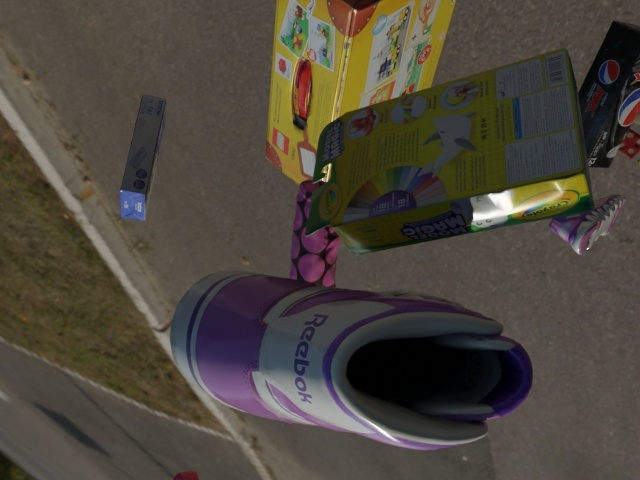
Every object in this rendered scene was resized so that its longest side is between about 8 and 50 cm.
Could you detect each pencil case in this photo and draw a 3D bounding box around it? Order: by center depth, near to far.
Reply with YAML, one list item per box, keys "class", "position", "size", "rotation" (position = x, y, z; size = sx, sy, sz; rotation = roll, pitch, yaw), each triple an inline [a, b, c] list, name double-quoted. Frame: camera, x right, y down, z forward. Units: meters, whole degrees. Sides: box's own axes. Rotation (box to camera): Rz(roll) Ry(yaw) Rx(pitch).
- class: "pencil case"
  position: [0.000, 0.000, 1.207]
  size: [0.095, 0.098, 0.209]
  rotation: [21, 113, 29]

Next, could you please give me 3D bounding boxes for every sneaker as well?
- class: "sneaker"
  position: [0.068, 0.082, 0.410]
  size: [0.161, 0.102, 0.282]
  rotation: [2, 174, 43]
- class: "sneaker"
  position: [0.574, -0.056, 1.474]
  size: [0.104, 0.236, 0.095]
  rotation: [32, 129, 33]

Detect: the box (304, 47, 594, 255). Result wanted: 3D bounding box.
- class: "box"
  position: [0.077, -0.052, 0.445]
  size: [0.179, 0.105, 0.043]
  rotation: [-10, 142, 25]

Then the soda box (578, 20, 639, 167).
- class: "soda box"
  position: [0.354, -0.174, 0.831]
  size: [0.060, 0.053, 0.169]
  rotation: [52, 135, 44]

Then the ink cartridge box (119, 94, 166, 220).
- class: "ink cartridge box"
  position: [-0.317, -0.149, 1.225]
  size: [0.046, 0.207, 0.097]
  rotation: [9, 152, -10]

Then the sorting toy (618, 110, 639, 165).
- class: "sorting toy"
  position: [0.693, -0.247, 1.308]
  size: [0.132, 0.046, 0.274]
  rotation: [33, 124, 6]

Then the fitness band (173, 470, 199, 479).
- class: "fitness band"
  position: [-0.232, 0.539, 1.161]
  size: [0.054, 0.291, 0.209]
  rotation: [1, 135, -15]

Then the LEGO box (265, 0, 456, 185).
- class: "LEGO box"
  position: [0.086, -0.390, 1.481]
  size: [0.193, 0.372, 0.500]
  rotation: [39, 146, 22]
